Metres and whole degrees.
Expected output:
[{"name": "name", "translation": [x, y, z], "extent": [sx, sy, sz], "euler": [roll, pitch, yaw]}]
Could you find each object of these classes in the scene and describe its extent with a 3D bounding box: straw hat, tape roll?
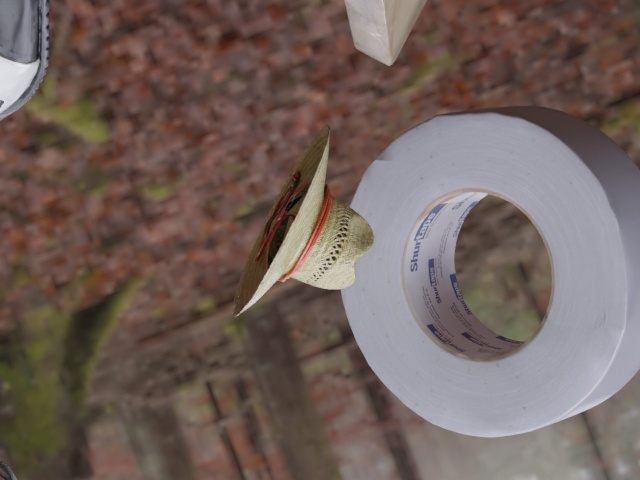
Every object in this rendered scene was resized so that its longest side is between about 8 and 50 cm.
[{"name": "straw hat", "translation": [0.000, 0.000, 1.095], "extent": [0.144, 0.061, 0.144], "euler": [-61, -172, 15]}, {"name": "tape roll", "translation": [0.122, 0.020, 1.164], "extent": [0.219, 0.219, 0.072], "euler": [-22, 174, 34]}]

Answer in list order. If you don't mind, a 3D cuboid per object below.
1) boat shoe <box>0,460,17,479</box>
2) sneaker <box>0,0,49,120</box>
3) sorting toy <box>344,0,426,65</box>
[{"name": "boat shoe", "translation": [-0.232, 0.175, 1.051], "extent": [0.254, 0.095, 0.079], "euler": [5, 167, 38]}, {"name": "sneaker", "translation": [-0.301, -0.115, 1.228], "extent": [0.146, 0.122, 0.330], "euler": [-18, 159, -40]}, {"name": "sorting toy", "translation": [0.050, -0.241, 0.848], "extent": [0.255, 0.089, 0.257], "euler": [-63, 174, -3]}]
